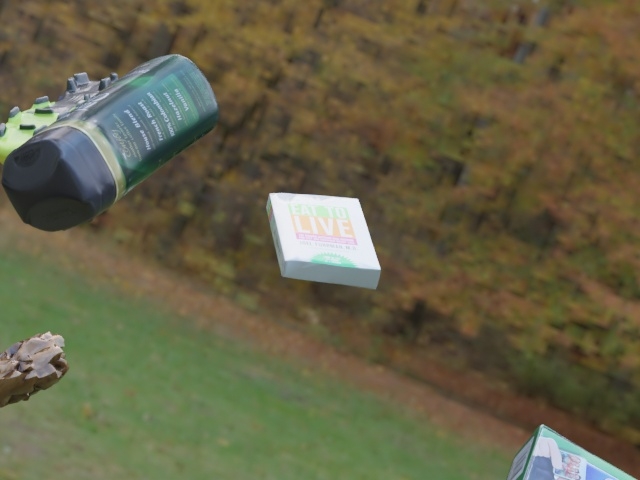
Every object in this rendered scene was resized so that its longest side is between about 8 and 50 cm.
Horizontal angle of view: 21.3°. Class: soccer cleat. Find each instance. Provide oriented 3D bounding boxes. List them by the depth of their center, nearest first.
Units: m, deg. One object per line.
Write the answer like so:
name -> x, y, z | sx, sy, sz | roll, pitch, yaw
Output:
soccer cleat -> -0.302, -0.120, 2.055 | 0.093, 0.121, 0.289 | 2, 19, 15

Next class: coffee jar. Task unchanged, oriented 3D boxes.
coffee jar -> -0.170, -0.079, 1.380 | 0.096, 0.184, 0.079 | -17, -72, 41

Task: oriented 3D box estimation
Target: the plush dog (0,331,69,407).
plush dog -> -0.242, 0.011, 0.711 | 0.225, 0.211, 0.262 | 55, -22, 32

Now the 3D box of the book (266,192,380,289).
book -> 0.000, 0.000, 1.707 | 0.096, 0.035, 0.144 | 7, 27, -13

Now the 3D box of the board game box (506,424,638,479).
board game box -> 0.186, 0.288, 1.089 | 0.214, 0.046, 0.317 | 31, 43, -2
